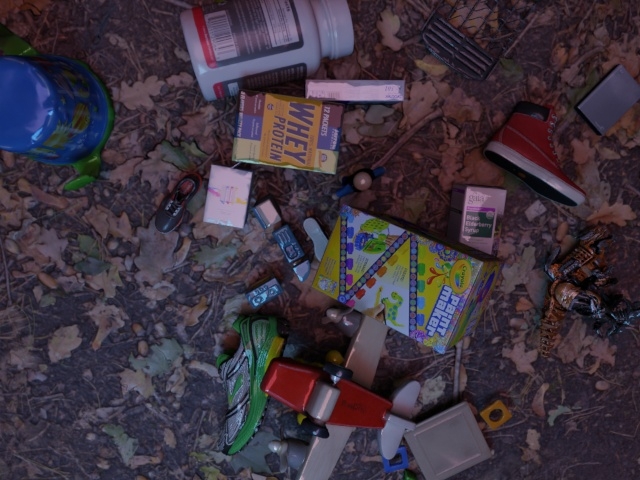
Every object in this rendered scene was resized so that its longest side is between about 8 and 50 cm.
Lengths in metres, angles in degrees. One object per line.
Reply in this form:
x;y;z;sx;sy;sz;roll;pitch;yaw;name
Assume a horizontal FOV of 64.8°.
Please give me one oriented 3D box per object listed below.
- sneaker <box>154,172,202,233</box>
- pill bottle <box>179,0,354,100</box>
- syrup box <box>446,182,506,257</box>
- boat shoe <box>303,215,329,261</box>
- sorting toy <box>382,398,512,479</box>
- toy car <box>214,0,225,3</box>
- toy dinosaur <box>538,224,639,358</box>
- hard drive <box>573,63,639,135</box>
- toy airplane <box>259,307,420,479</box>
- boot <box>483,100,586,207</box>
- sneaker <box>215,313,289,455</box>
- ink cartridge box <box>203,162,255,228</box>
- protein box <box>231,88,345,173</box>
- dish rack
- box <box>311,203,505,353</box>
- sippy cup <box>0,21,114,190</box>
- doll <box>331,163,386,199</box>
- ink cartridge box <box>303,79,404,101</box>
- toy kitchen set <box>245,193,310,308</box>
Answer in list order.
-0.323;-0.083;1.118;0.061;0.065;0.158;31;97;-9;sneaker
-0.102;-0.403;1.014;0.319;0.176;0.176;-15;101;-5;pill bottle
0.351;-0.010;1.165;0.093;0.096;0.236;4;101;-5;syrup box
0.000;0.000;1.171;0.046;0.038;0.125;-26;101;20;boat shoe
0.322;0.511;1.288;0.348;0.047;0.196;-26;106;1;sorting toy
-0.170;-0.544;0.980;0.155;0.188;0.149;-41;101;4;toy car
0.622;0.130;1.210;0.218;0.164;0.322;28;116;6;toy dinosaur
0.667;-0.323;1.166;0.094;0.022;0.135;43;95;-10;hard drive
0.040;0.349;1.154;0.386;0.272;0.384;-28;117;-35;toy airplane
0.514;-0.201;1.123;0.244;0.088;0.176;37;85;6;boot
-0.181;0.333;1.188;0.146;0.134;0.343;16;90;0;sneaker
-0.198;-0.109;1.109;0.090;0.092;0.143;10;99;-6;ink cartridge box
-0.068;-0.221;1.042;0.201;0.200;0.136;7;100;-6;protein box
0.357;-0.497;1.086;0.208;0.074;0.271;33;97;-8;dish rack
0.188;0.067;1.018;0.279;0.290;0.177;25;99;25;box
-0.558;-0.259;0.988;0.305;0.224;0.240;26;98;-9;sippy cup
0.078;-0.127;1.075;0.129;0.189;0.046;-30;101;1;doll
0.069;-0.318;1.086;0.207;0.097;0.046;-1;100;-3;ink cartridge box
-0.130;0.029;1.124;0.166;0.122;0.207;-30;101;2;toy kitchen set
